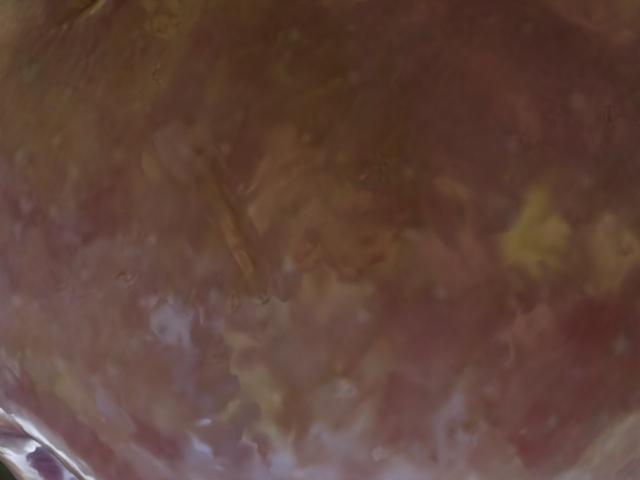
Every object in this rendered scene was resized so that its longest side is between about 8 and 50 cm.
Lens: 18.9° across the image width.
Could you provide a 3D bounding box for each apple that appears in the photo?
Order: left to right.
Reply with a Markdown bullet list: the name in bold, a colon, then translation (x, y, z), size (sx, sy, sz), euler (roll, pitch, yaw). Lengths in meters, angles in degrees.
- **apple**: translation (0.000, 0.000, 0.585), size (0.305, 0.235, 0.306), euler (38, 166, 12)
